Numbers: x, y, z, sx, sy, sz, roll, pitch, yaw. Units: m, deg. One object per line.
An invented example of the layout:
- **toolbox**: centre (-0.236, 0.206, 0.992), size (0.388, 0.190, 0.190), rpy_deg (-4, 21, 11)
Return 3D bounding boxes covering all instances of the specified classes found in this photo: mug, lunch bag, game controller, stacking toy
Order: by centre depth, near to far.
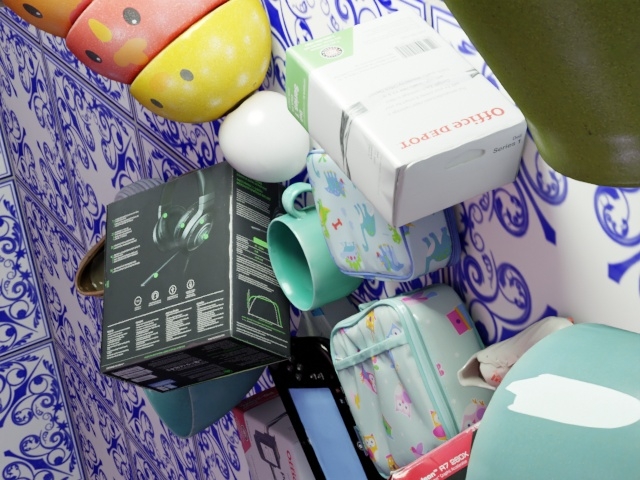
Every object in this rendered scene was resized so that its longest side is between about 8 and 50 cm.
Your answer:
- **lunch bag**: centre (0.072, -0.039, 1.615), size (0.219, 0.090, 0.176), rpy_deg (2, 110, 65)
- **lunch bag**: centre (0.109, 0.171, 1.684), size (0.224, 0.108, 0.279), rpy_deg (67, 157, 6)
- **mug**: centre (0.004, 0.009, 1.795), size (0.129, 0.097, 0.158), rpy_deg (57, 153, 28)
- **stacking toy**: centre (-0.177, -0.278, 1.800), size (0.480, 0.350, 0.350), rpy_deg (50, 156, 0)
- **game controller**: centre (0.025, 0.277, 1.904), size (0.166, 0.067, 0.319), rpy_deg (-4, 111, 62)

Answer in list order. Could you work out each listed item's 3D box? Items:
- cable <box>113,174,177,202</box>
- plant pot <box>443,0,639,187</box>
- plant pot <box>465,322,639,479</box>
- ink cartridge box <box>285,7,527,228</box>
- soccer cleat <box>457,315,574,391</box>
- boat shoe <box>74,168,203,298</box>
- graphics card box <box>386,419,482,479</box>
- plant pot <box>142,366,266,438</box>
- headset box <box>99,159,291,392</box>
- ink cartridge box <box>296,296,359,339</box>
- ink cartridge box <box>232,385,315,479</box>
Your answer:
- **cable**: centre (-0.285, 0.015, 2.445), size (0.257, 0.089, 0.257), rpy_deg (0, 110, 65)
- **plant pot**: centre (0.203, -0.238, 0.890), size (0.366, 0.366, 0.353), rpy_deg (26, 143, 58)
- **plant pot**: centre (0.300, 0.221, 1.106), size (0.235, 0.293, 0.293), rpy_deg (3, 112, 51)
- **ink cartridge box**: centre (0.085, -0.130, 1.420), size (0.219, 0.160, 0.092), rpy_deg (52, 152, 37)
- **soccer cleat**: centre (0.214, 0.129, 1.458), size (0.068, 0.076, 0.196), rpy_deg (67, 157, 6)
- **boat shoe**: centre (-0.285, 0.002, 2.253), size (0.324, 0.116, 0.123), rpy_deg (-43, 79, 30)
- **graphics card box**: centre (0.250, 0.338, 1.323), size (0.371, 0.233, 0.094), rpy_deg (53, 153, 20)
- **plant pot**: centre (-0.183, 0.146, 2.195), size (0.290, 0.195, 0.290), rpy_deg (48, 149, 41)
- **headset box**: centre (-0.177, 0.045, 1.930), size (0.246, 0.131, 0.283), rpy_deg (-19, 62, 32)
- **ink cartridge box**: centre (0.014, 0.127, 1.928), size (0.088, 0.052, 0.122), rpy_deg (57, 153, 27)
- **ink cartridge box**: centre (-0.033, 0.344, 2.150), size (0.237, 0.100, 0.172), rpy_deg (16, 124, 62)
